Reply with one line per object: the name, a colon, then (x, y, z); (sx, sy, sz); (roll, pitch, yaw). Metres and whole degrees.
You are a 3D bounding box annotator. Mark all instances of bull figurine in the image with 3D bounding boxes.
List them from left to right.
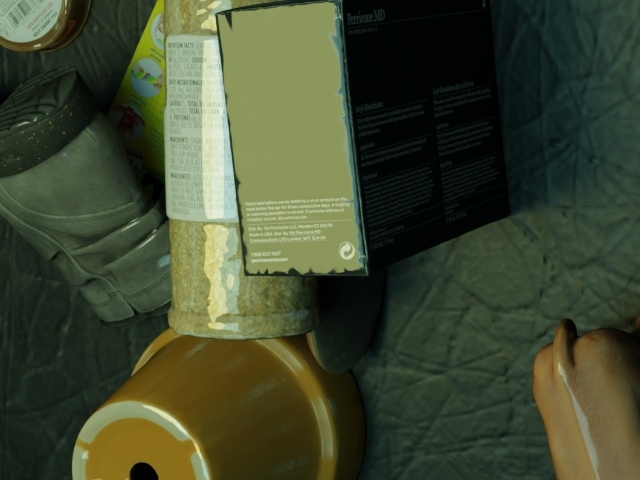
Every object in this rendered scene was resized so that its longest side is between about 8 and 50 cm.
bull figurine: (0.230, 0.199, 1.302); (0.101, 0.188, 0.310); (-9, 95, 29)

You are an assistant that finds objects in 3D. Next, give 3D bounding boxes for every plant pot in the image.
plant pot: (-0.095, 0.166, 1.462); (0.205, 0.188, 0.205); (5, 102, 26)

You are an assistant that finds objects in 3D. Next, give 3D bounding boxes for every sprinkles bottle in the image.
sprinkles bottle: (-0.060, -0.107, 1.364); (0.121, 0.121, 0.355); (2, 96, 27)

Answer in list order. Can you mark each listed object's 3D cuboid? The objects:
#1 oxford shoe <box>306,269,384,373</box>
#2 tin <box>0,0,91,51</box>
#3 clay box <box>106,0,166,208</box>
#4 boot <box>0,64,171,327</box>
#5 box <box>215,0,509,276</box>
oxford shoe: (0.000, 0.000, 1.460); (0.076, 0.076, 0.212); (1, 96, 50)
tin: (-0.272, -0.247, 1.562); (0.106, 0.040, 0.189); (-40, 81, 23)
clay box: (-0.089, -0.129, 1.480); (0.127, 0.053, 0.222); (34, 114, 17)
boot: (-0.238, -0.015, 1.533); (0.338, 0.118, 0.222); (-1, 132, 55)
box: (0.038, -0.086, 1.305); (0.103, 0.261, 0.184); (0, 99, 27)
